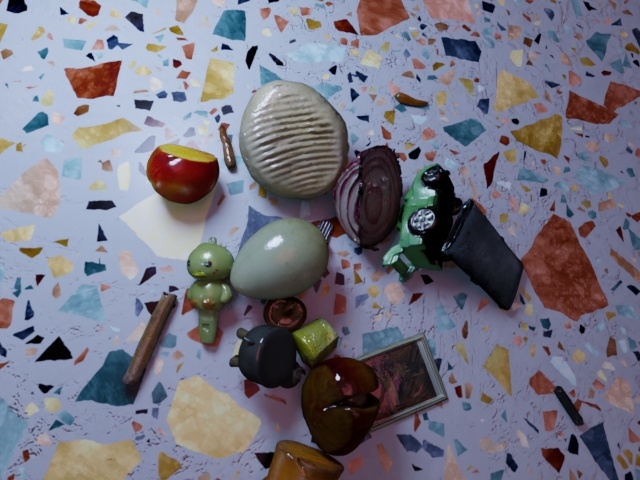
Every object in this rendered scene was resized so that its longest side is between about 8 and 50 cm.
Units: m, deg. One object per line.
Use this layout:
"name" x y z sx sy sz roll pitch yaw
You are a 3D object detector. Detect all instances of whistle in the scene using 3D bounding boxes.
"whistle" -0.318 0.135 1.125 0.140 0.141 0.295 7 75 -9

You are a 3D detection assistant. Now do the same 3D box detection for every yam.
"yam" -0.470 0.268 1.108 0.046 0.046 0.264 21 73 -4

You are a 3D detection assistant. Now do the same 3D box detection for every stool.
"stool" -0.150 0.329 1.098 0.153 0.139 0.228 -38 117 -43

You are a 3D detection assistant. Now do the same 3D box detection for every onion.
"onion" 0.152 -0.141 1.268 0.280 0.145 0.315 -25 116 -48

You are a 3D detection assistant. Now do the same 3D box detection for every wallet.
"wallet" 0.527 0.055 1.262 0.379 0.046 0.191 38 72 -30

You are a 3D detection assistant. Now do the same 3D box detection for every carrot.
"carrot" -0.301 -0.303 1.294 0.035 0.036 0.165 -11 75 -13
"carrot" -0.070 0.662 1.011 0.195 0.196 0.255 24 77 -4
"carrot" 0.329 -0.512 1.467 0.141 0.035 0.035 10 74 -15

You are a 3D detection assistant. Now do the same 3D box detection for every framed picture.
"framed picture" 0.236 0.424 1.215 0.273 0.016 0.217 -17 80 -14

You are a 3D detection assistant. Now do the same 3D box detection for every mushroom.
"mushroom" -0.103 0.212 1.172 0.126 0.085 0.110 24 100 -2

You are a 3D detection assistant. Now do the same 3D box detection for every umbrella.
"umbrella" 0.794 0.528 1.284 0.036 0.031 0.133 -28 83 -14

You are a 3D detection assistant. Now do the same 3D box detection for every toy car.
"toy car" 0.329 -0.058 1.268 0.213 0.176 0.359 38 58 -46

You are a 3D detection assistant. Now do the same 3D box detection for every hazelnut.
"hazelnut" 0.057 0.444 1.092 0.216 0.217 0.252 6 85 -9

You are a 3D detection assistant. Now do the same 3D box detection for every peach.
"peach" -0.398 -0.206 1.171 0.192 0.190 0.190 -41 86 2

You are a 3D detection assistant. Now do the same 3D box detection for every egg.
"egg" -0.116 0.057 1.137 0.295 0.218 0.219 -25 81 -15

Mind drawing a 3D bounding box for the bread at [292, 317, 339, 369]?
"bread" -0.019 0.291 1.149 0.114 0.129 0.111 -29 65 -25

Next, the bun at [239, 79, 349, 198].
"bun" -0.089 -0.297 1.236 0.326 0.234 0.362 -42 105 -9

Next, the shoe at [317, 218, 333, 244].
"shoe" 0.000 0.000 1.263 0.062 0.053 0.160 24 70 -7
